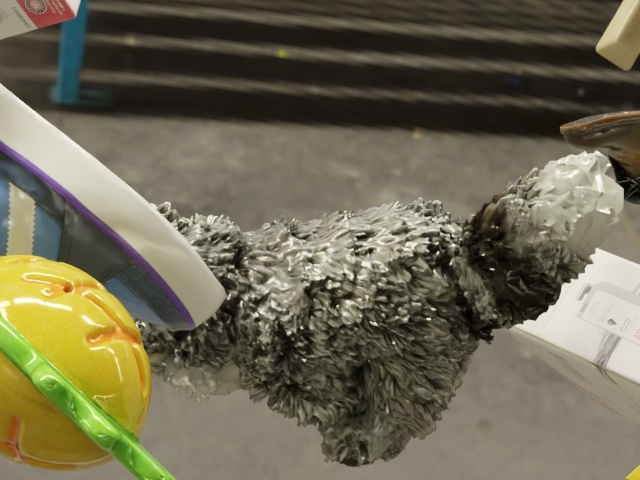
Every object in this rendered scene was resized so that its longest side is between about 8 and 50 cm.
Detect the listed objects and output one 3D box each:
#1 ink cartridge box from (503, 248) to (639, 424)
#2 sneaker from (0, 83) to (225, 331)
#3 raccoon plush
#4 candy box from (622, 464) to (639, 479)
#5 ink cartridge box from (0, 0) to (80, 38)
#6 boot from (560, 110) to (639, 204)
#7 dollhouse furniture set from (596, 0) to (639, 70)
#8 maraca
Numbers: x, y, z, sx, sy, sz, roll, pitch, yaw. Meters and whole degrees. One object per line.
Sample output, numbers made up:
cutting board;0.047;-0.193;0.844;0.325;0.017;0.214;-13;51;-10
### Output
ink cartridge box;0.342;0.120;1.601;0.207;0.117;0.283;38;-8;-36
sneaker;-0.244;0.020;0.986;0.323;0.236;0.130;41;-8;-21
raccoon plush;0.000;0.000;1.378;0.299;0.446;0.216;22;39;-22
candy box;0.344;0.296;1.473;0.027;0.105;0.206;-36;76;-12
ink cartridge box;-0.374;-0.283;1.669;0.218;0.158;0.092;-11;49;20
boot;0.335;-0.081;1.686;0.219;0.106;0.082;-6;2;-39
dollhouse furniture set;0.233;-0.198;1.282;0.091;0.114;0.081;31;-6;-9
maraca;-0.131;0.070;0.813;0.099;0.127;0.186;-49;38;-5
